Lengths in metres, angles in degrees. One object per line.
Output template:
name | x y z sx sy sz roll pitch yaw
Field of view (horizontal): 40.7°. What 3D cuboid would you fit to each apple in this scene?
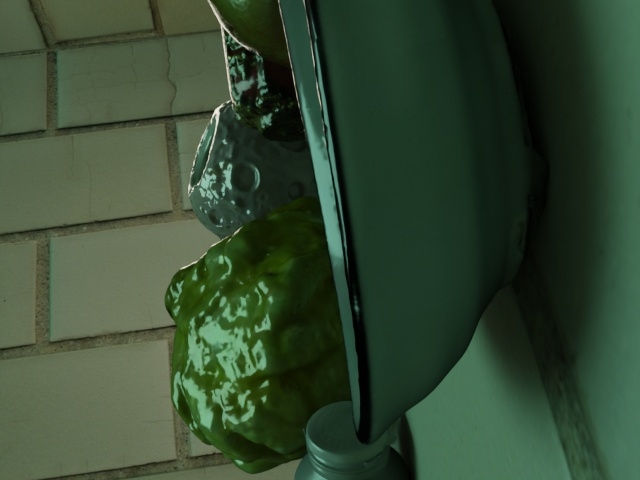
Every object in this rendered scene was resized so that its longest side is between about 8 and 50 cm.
apple | -0.038 -0.277 0.908 0.188 0.174 0.207 -97 -14 -53

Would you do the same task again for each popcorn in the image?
popcorn | -0.078 0.124 1.138 0.334 0.292 0.293 -96 -7 -47

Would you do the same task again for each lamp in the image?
lamp | -0.060 -0.280 1.227 0.177 0.177 0.273 99 161 -78

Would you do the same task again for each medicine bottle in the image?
medicine bottle | 0.038 0.298 1.004 0.135 0.135 0.215 -103 7 -61

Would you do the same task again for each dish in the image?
dish | 0.044 -0.053 0.463 0.316 0.106 0.316 171 90 -88

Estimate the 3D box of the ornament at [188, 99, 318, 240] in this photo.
ornament | -0.085 -0.107 1.395 0.259 0.225 0.259 -162 90 -73
